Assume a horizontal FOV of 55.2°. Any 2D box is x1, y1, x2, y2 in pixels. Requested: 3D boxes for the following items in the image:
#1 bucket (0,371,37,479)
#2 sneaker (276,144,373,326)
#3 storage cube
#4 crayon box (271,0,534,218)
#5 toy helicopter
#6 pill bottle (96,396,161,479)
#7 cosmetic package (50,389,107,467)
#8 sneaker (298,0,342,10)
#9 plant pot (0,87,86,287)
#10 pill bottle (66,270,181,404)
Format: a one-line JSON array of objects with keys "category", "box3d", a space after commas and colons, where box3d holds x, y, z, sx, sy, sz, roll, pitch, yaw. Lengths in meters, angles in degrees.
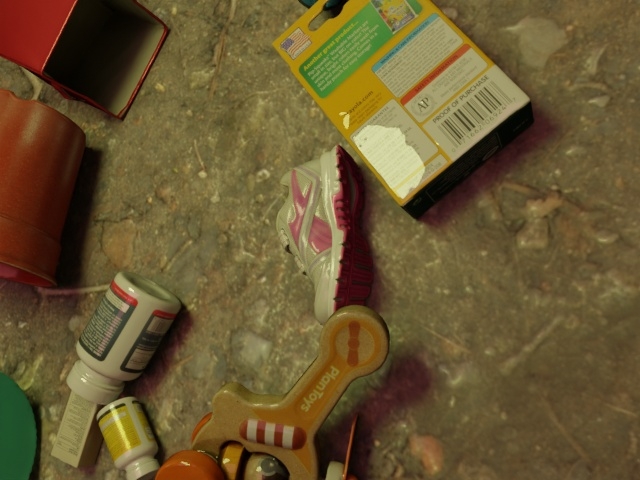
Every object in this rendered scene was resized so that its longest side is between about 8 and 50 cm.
[{"category": "bucket", "box3d": [-0.585, 0.316, 0.919, 0.183, 0.281, 0.281, -9, 74, 20]}, {"category": "sneaker", "box3d": [0.000, 0.000, 0.836, 0.111, 0.103, 0.252, -12, 66, 25]}, {"category": "storage cube", "box3d": [-0.420, -0.353, 1.052, 0.193, 0.184, 0.215, 26, 89, 28]}, {"category": "crayon box", "box3d": [0.104, -0.218, 0.840, 0.203, 0.083, 0.323, -40, 68, 11]}, {"category": "toy helicopter", "box3d": [-0.020, 0.237, 0.754, 0.235, 0.140, 0.355, 36, 105, 4]}, {"category": "pill bottle", "box3d": [-0.278, 0.295, 0.897, 0.065, 0.065, 0.116, -38, 65, 11]}, {"category": "cosmetic package", "box3d": [-0.367, 0.285, 0.952, 0.060, 0.041, 0.115, 15, 84, 25]}, {"category": "sneaker", "box3d": [0.097, -0.475, 0.889, 0.341, 0.125, 0.139, -24, 50, 8]}, {"category": "plant pot", "box3d": [-0.528, -0.089, 1.006, 0.273, 0.272, 0.265, 6, 72, 25]}, {"category": "pill bottle", "box3d": [-0.299, 0.147, 0.919, 0.108, 0.108, 0.180, 32, 91, 27]}]
